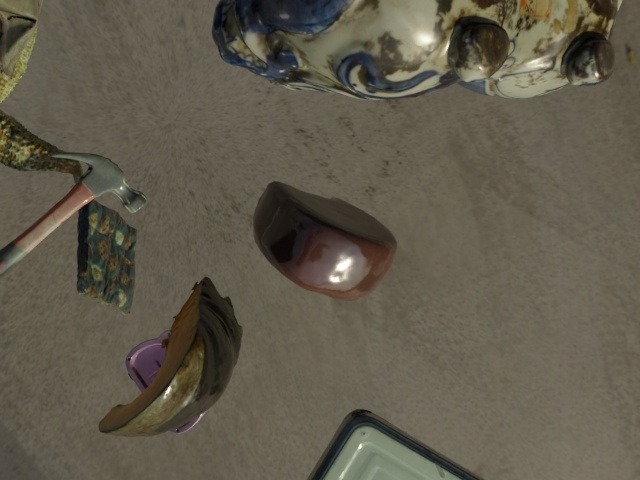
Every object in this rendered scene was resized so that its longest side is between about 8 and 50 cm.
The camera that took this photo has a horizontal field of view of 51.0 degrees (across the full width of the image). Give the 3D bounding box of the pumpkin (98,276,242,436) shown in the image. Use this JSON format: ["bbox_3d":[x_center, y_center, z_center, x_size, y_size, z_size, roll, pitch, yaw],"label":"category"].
[{"bbox_3d":[-0.169,0.190,0.920,0.130,0.149,0.254,42,73,-25],"label":"pumpkin"}]

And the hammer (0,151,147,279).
[{"bbox_3d":[-0.336,0.010,0.745,0.288,0.033,0.111,-45,114,-12],"label":"hammer"}]

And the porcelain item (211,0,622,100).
[{"bbox_3d":[0.078,-0.154,0.468,0.288,0.186,0.138,-17,98,-41],"label":"porcelain item"}]

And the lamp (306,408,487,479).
[{"bbox_3d":[0.087,0.381,0.831,0.269,0.047,0.266,31,93,-6],"label":"lamp"}]

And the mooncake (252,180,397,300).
[{"bbox_3d":[0.000,0.000,1.517,0.334,0.326,0.174,29,108,10],"label":"mooncake"}]

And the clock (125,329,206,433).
[{"bbox_3d":[-0.224,0.215,1.056,0.110,0.050,0.152,-38,82,7],"label":"clock"}]

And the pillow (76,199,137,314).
[{"bbox_3d":[-0.406,0.033,1.290,0.034,0.255,0.189,-1,75,6],"label":"pillow"}]

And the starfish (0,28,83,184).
[{"bbox_3d":[-0.518,-0.191,0.974,0.347,0.078,0.358,-26,87,19],"label":"starfish"}]

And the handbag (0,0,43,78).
[{"bbox_3d":[-0.266,-0.221,0.417,0.117,0.270,0.182,6,89,21],"label":"handbag"}]
